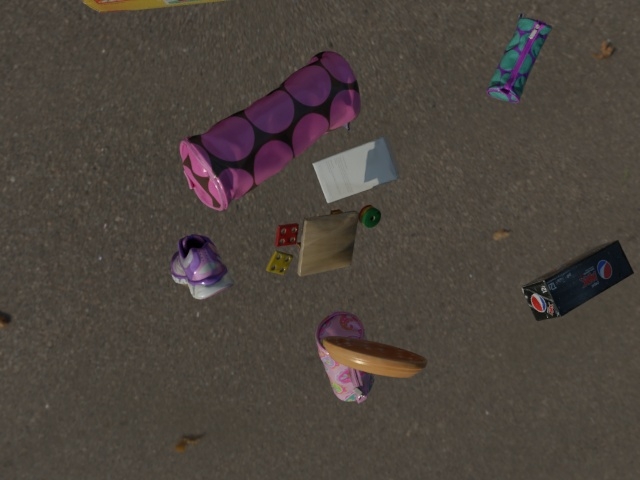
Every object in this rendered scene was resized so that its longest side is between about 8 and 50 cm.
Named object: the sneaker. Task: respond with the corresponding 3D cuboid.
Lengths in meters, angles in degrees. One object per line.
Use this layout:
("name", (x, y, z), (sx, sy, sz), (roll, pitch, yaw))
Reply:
("sneaker", (-0.239, 0.033, 1.308), (0.095, 0.236, 0.104), (-26, 108, -19))

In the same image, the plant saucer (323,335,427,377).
("plant saucer", (0.100, 0.220, 1.286), (0.200, 0.200, 0.037), (11, 89, -12))

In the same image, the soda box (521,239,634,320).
("soda box", (0.378, 0.058, 1.002), (0.169, 0.053, 0.060), (-23, 87, -26))

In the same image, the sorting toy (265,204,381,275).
("sorting toy", (0.000, 0.000, 1.450), (0.274, 0.046, 0.132), (-11, 122, -31))

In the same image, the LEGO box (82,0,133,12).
("LEGO box", (-0.124, -0.478, 1.031), (0.500, 0.372, 0.193), (-10, 106, -10))

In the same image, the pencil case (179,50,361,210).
("pencil case", (-0.053, -0.115, 0.718), (0.209, 0.098, 0.095), (-37, 119, -27))

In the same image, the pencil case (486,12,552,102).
("pencil case", (0.356, -0.325, 1.227), (0.064, 0.070, 0.152), (23, 92, 2))

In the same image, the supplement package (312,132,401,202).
("supplement package", (0.088, -0.172, 1.611), (0.179, 0.105, 0.105), (-18, 99, 14))

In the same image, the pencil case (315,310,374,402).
("pencil case", (0.065, 0.288, 1.650), (0.124, 0.124, 0.284), (-13, 141, 1))
